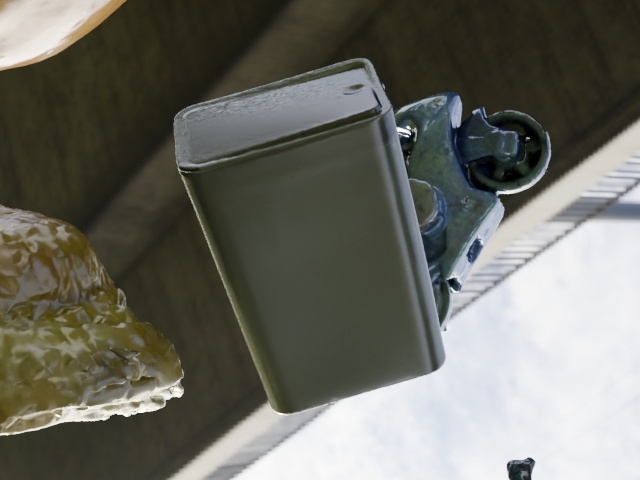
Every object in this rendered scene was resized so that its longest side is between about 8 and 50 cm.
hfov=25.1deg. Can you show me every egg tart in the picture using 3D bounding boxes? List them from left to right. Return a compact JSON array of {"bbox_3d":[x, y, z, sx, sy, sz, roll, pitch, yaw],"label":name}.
[{"bbox_3d":[-0.298,0.047,1.064,0.351,0.339,0.153,19,-76,48],"label":"egg tart"}]

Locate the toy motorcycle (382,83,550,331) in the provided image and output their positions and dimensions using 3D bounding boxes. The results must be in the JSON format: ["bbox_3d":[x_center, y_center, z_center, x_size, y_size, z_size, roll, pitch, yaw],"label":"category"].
[{"bbox_3d":[0.091,-0.046,1.628,0.319,0.241,0.182,-57,-174,-5],"label":"toy motorcycle"}]

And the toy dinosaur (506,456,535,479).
[{"bbox_3d":[0.259,0.296,1.391,0.188,0.248,0.075,0,-56,16],"label":"toy dinosaur"}]

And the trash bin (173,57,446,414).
[{"bbox_3d":[0.000,0.000,1.140,0.122,0.164,0.240,-104,177,-61],"label":"trash bin"}]

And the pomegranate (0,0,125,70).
[{"bbox_3d":[-0.124,-0.148,0.466,0.191,0.191,0.191,0,-90,53],"label":"pomegranate"}]
